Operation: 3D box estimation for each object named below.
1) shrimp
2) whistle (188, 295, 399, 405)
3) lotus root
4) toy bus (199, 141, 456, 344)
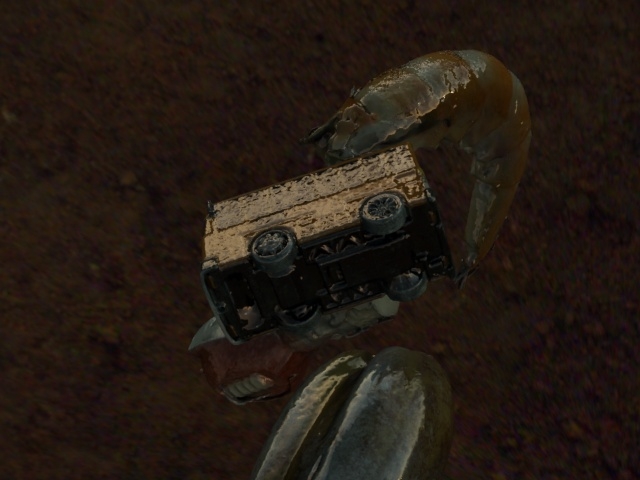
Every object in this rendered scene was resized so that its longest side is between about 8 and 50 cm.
[{"bbox_3d":[0.120,-0.085,1.154,0.185,0.287,0.068,-47,50,3],"label":"shrimp"},{"bbox_3d":[-0.041,0.125,1.572,0.346,0.142,0.133,-25,33,41],"label":"whistle"},{"bbox_3d":[0.013,0.230,1.068,0.158,0.140,0.322,-5,42,43],"label":"lotus root"},{"bbox_3d":[0.000,0.000,0.941,0.182,0.091,0.103,-18,40,3],"label":"toy bus"}]
